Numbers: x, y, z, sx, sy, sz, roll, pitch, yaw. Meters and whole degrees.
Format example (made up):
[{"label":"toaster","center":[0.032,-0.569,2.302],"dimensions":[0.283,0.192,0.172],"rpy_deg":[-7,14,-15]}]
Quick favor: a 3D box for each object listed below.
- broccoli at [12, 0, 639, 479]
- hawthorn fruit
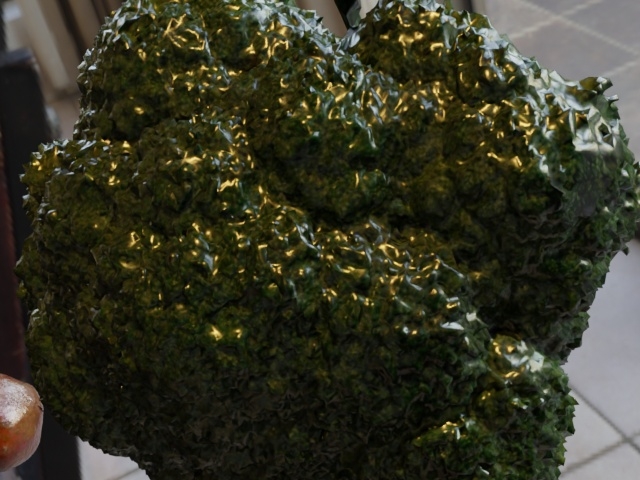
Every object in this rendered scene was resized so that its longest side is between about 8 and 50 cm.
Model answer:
[{"label":"broccoli","center":[0.000,0.000,0.550],"dimensions":[0.321,0.304,0.283],"rpy_deg":[34,28,8]},{"label":"hawthorn fruit","center":[-0.240,0.136,0.790],"dimensions":[0.077,0.077,0.077],"rpy_deg":[-11,34,8]}]
